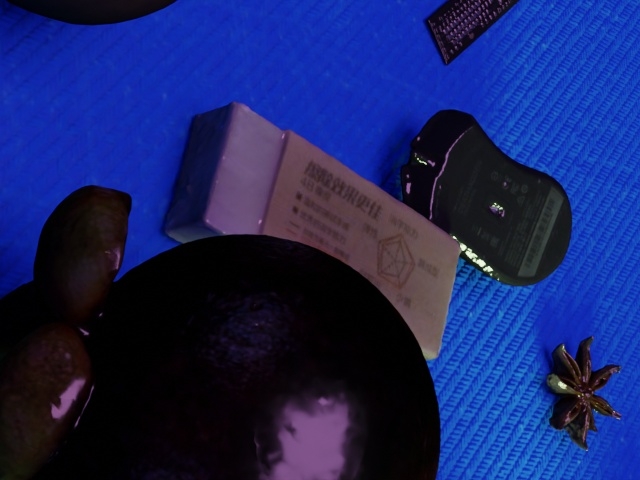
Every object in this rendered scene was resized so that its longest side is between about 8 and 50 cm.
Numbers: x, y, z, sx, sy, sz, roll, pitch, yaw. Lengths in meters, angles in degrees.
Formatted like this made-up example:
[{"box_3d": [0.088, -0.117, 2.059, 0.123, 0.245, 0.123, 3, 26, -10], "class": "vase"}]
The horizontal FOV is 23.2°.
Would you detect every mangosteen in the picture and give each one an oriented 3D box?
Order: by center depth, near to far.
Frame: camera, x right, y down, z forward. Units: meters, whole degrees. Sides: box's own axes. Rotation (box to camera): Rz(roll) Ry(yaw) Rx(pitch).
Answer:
[{"box_3d": [-0.118, 0.155, 1.275, 0.435, 0.382, 0.382, 35, 52, 4], "class": "mangosteen"}]

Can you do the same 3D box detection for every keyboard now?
[{"box_3d": [0.190, -0.282, 1.888, 0.198, 0.010, 0.063, -44, 115, -41], "class": "keyboard"}]

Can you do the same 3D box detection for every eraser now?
[{"box_3d": [0.000, 0.000, 1.593, 0.343, 0.078, 0.144, 32, 60, -36], "class": "eraser"}]

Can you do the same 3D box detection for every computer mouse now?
[{"box_3d": [0.175, -0.042, 1.773, 0.264, 0.088, 0.147, 36, 71, -37], "class": "computer mouse"}]

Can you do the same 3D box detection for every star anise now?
[{"box_3d": [0.314, 0.183, 1.902, 0.141, 0.042, 0.141, 7, 80, -43], "class": "star anise"}]

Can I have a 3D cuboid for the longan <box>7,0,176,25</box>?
[{"box_3d": [-0.210, -0.353, 1.321, 0.288, 0.288, 0.350, -27, 91, -45], "class": "longan"}]
